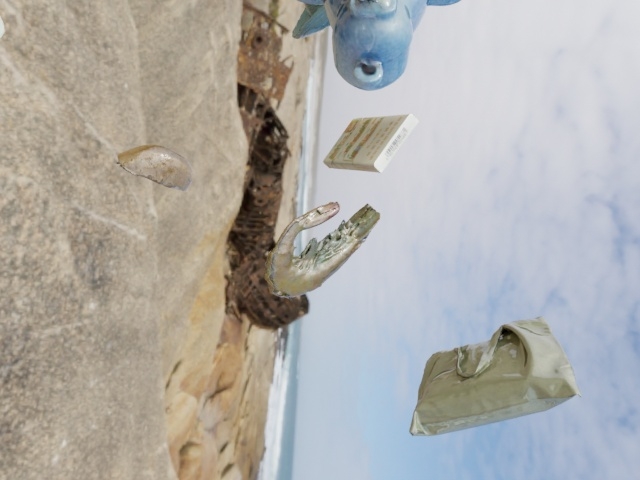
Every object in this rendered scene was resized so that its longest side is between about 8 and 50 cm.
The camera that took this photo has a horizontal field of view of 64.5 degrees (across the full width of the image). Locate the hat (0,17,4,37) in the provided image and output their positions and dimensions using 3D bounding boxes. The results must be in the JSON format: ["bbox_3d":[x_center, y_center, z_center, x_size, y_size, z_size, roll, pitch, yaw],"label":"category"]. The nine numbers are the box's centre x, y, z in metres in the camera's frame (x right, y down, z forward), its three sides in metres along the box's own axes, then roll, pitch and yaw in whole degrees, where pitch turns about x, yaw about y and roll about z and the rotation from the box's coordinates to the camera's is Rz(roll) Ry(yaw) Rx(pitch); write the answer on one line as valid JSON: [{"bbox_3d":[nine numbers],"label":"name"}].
[{"bbox_3d":[-0.999,-0.675,1.371,0.301,0.167,0.258,55,51,-35],"label":"hat"}]

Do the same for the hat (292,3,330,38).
[{"bbox_3d":[0.022,-0.367,0.721,0.078,0.190,0.138,51,37,-36],"label":"hat"}]

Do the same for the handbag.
[{"bbox_3d":[0.334,0.266,1.015,0.109,0.315,0.253,58,26,-9],"label":"handbag"}]

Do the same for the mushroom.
[{"bbox_3d":[-0.402,-0.188,1.288,0.209,0.072,0.094,26,95,-49],"label":"mushroom"}]

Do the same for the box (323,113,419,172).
[{"bbox_3d":[0.091,-0.191,0.993,0.122,0.032,0.220,-55,-155,-6],"label":"box"}]

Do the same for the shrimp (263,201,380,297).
[{"bbox_3d":[-0.001,-0.001,0.901,0.058,0.253,0.173,35,-17,41],"label":"shrimp"}]

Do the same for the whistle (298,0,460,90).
[{"bbox_3d":[0.051,-0.248,0.458,0.093,0.180,0.269,80,17,-64],"label":"whistle"}]
